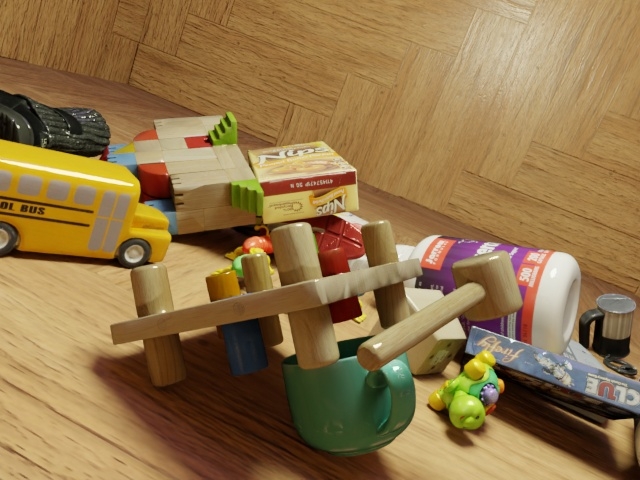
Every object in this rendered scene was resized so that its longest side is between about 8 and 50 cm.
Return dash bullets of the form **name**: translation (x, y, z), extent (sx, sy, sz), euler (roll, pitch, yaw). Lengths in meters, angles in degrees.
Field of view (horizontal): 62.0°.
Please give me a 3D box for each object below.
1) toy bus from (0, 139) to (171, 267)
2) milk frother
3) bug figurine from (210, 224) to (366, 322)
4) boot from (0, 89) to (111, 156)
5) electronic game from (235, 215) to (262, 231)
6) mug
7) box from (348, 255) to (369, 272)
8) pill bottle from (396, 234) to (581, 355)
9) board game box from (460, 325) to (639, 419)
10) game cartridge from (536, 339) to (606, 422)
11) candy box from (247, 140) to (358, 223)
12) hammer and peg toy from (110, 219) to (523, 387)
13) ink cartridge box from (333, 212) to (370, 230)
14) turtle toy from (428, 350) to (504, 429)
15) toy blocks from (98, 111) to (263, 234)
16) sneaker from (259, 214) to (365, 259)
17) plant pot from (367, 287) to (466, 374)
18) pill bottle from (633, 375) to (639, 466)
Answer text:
- **toy bus**: translation (-0.370, -0.052, 0.729), extent (0.332, 0.130, 0.108), euler (9, 19, -41)
- **milk frother**: translation (0.696, 0.223, 1.246), extent (0.129, 0.135, 0.143), euler (-19, 27, -19)
- **bug figurine**: translation (-0.046, 0.058, 0.913), extent (0.279, 0.072, 0.216), euler (25, 14, 12)
- **boot**: translation (-0.654, -0.271, 1.125), extent (0.348, 0.131, 0.260), euler (34, 23, 7)
- **electronic game**: translation (-0.116, -0.092, 1.225), extent (0.229, 0.048, 0.229), euler (-7, 36, 5)
- **mug**: translation (0.030, 0.158, 0.531), extent (0.129, 0.097, 0.158), euler (-12, -3, 6)
- **box**: translation (-0.018, -0.001, 1.190), extent (0.063, 0.067, 0.324), euler (8, 18, -42)
- **pill bottle**: translation (0.274, 0.090, 0.948), extent (0.322, 0.182, 0.181), euler (10, 5, 35)
- **board game box**: translation (0.337, 0.201, 0.798), extent (0.243, 0.042, 0.165), euler (18, -15, 19)
- **game cartridge**: translation (0.443, 0.233, 1.013), extent (0.198, 0.062, 0.297), euler (28, 15, 10)
- **candy box**: translation (-0.048, -0.131, 1.105), extent (0.182, 0.088, 0.316), euler (-8, 22, -9)
- **hammer and peg toy**: translation (-0.004, 0.048, 0.545), extent (0.361, 0.127, 0.266), euler (-15, -5, 30)
- **ink cartridge box**: translation (0.047, -0.045, 1.444), extent (0.198, 0.067, 0.115), euler (28, 16, 25)
- **turtle toy**: translation (0.197, 0.206, 0.705), extent (0.066, 0.095, 0.130), euler (49, 25, 19)
- **toy blocks**: translation (-0.287, -0.131, 1.025), extent (0.260, 0.191, 0.381), euler (-9, 38, -20)
- **sneaker**: translation (0.000, 0.000, 1.065), extent (0.221, 0.087, 0.128), euler (17, -10, 22)
- **plant pot**: translation (0.158, 0.147, 0.828), extent (0.109, 0.109, 0.096), euler (8, 30, -42)
- **pill bottle**: translation (0.532, 0.273, 0.731), extent (0.176, 0.176, 0.318), euler (28, 15, 26)
